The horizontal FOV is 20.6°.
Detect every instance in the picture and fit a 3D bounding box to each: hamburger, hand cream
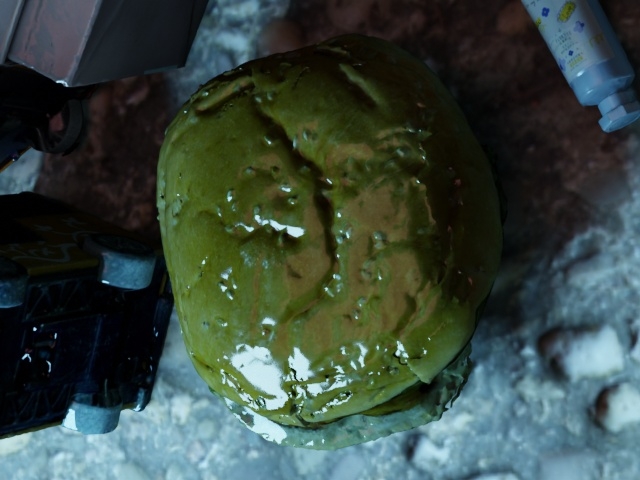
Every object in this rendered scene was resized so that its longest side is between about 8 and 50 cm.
[{"bbox_3d":[0.002,0.000,1.262,0.265,0.134,0.285,-17,75,17],"label":"hamburger"},{"bbox_3d":[0.172,-0.156,1.227,0.065,0.043,0.171,-33,77,28],"label":"hand cream"}]

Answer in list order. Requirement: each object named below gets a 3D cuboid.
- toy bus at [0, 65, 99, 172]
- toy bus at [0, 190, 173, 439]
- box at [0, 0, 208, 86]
[{"bbox_3d":[-0.350,-0.088,1.481,0.329,0.143,0.153,-37,67,28],"label":"toy bus"},{"bbox_3d":[-0.274,0.059,1.344,0.194,0.323,0.162,22,106,29],"label":"toy bus"},{"bbox_3d":[-0.141,-0.228,1.303,0.086,0.215,0.215,27,107,13],"label":"box"}]
